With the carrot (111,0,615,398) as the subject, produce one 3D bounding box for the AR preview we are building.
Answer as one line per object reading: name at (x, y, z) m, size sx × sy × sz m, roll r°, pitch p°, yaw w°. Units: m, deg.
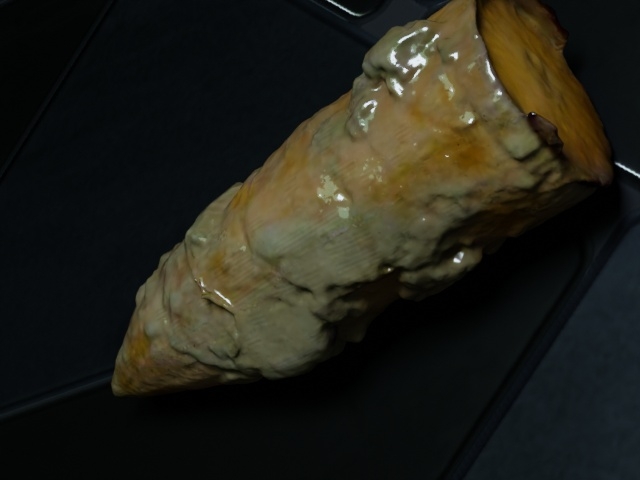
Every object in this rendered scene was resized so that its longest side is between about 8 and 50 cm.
carrot at (0.000, 0.000, 0.778) m, size 0.263 × 0.102 × 0.102 m, roll -35°, pitch 50°, yaw 30°
